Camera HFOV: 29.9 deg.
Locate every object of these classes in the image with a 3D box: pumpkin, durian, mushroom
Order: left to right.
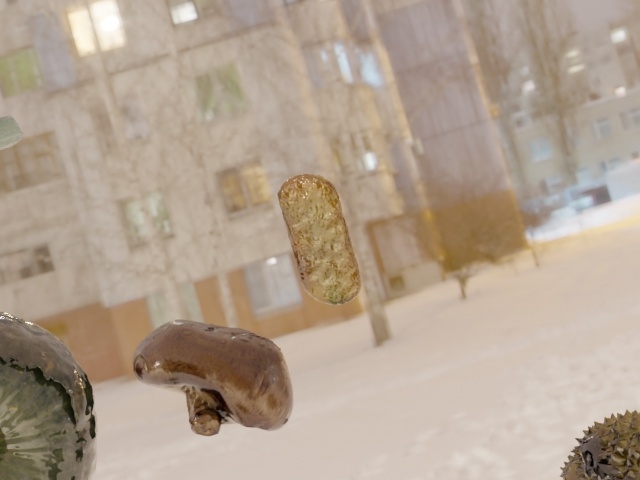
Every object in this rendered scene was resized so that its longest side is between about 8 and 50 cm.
[{"bbox_3d":[-0.385,0.236,1.282,0.292,0.327,0.257,5,-12,-22],"label":"pumpkin"},{"bbox_3d":[-0.140,0.175,1.649,0.231,0.138,0.194,22,14,0],"label":"mushroom"},{"bbox_3d":[0.392,0.303,1.574,0.237,0.193,0.138,-30,-47,23],"label":"durian"}]

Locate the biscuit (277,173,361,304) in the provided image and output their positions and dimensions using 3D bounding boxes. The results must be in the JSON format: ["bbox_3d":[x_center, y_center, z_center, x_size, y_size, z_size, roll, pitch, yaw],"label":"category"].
[{"bbox_3d":[0.000,0.000,2.089,0.118,0.247,0.029,-8,18,23],"label":"biscuit"}]

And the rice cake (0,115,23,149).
[{"bbox_3d":[-0.349,-0.077,1.099,0.042,0.030,0.180,-26,3,39],"label":"rice cake"}]
